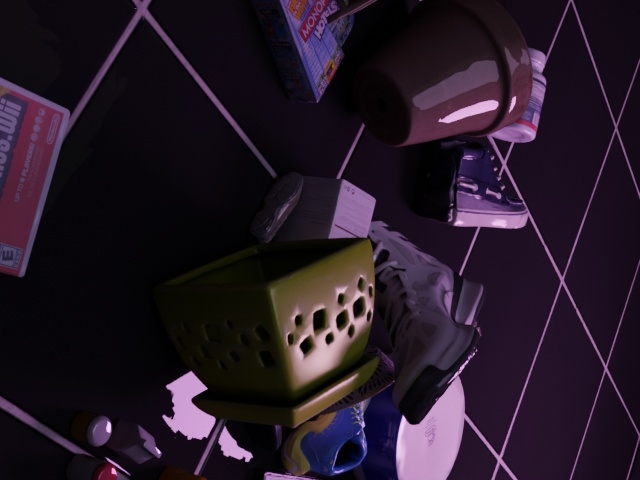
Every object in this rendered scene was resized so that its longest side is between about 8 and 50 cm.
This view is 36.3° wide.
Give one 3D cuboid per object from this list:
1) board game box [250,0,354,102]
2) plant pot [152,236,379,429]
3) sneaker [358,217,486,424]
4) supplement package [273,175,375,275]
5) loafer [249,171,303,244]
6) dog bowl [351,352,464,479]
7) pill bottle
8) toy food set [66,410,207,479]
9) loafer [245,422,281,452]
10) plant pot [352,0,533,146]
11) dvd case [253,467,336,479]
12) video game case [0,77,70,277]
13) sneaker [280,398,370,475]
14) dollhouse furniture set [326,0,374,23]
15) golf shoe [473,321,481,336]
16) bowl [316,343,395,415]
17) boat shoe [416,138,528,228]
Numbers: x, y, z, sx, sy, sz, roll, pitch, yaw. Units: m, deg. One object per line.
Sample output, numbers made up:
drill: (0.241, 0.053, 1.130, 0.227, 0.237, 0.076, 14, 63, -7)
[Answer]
board game box: (-0.026, -0.343, 1.459, 0.194, 0.060, 0.194, -63, 141, -25)
plant pot: (-0.060, 0.125, 1.333, 0.228, 0.227, 0.207, -22, 105, -48)
sneaker: (0.112, 0.115, 1.560, 0.169, 0.257, 0.447, -56, 179, 21)
supplement package: (0.000, 0.000, 1.524, 0.105, 0.105, 0.179, 26, 75, -53)
loafer: (-0.066, -0.048, 1.484, 0.125, 0.045, 0.039, -57, 155, -22)
dog bowl: (0.165, 0.349, 1.827, 0.265, 0.104, 0.265, -15, 108, -52)
pill bottle: (0.412, -0.306, 2.042, 0.108, 0.108, 0.180, 24, 76, -54)
toy food set: (-0.228, 0.311, 1.265, 0.111, 0.104, 0.232, -62, 140, -26)
loafer: (-0.083, 0.245, 1.497, 0.061, 0.062, 0.170, -38, 127, -48)
plant pot: (0.185, -0.265, 1.640, 0.229, 0.263, 0.263, -31, 123, -28)
dvd case: (-0.050, 0.480, 1.622, 0.253, 0.022, 0.180, 28, 74, -53)
video game case: (-0.398, -0.090, 1.016, 0.285, 0.025, 0.204, 24, 77, -53)
sneaker: (0.046, 0.322, 1.634, 0.240, 0.126, 0.091, -40, 128, -43)
dollhouse furniture set: (0.068, -0.465, 1.420, 0.212, 0.161, 0.242, 61, 33, -10)
golf shoe: (0.253, 0.177, 1.955, 0.198, 0.077, 0.094, -24, 105, -58)
bowl: (0.039, 0.211, 1.599, 0.170, 0.170, 0.080, -33, 100, -47)
boat shoe: (0.324, -0.113, 1.935, 0.340, 0.127, 0.158, -2, 106, -54)
